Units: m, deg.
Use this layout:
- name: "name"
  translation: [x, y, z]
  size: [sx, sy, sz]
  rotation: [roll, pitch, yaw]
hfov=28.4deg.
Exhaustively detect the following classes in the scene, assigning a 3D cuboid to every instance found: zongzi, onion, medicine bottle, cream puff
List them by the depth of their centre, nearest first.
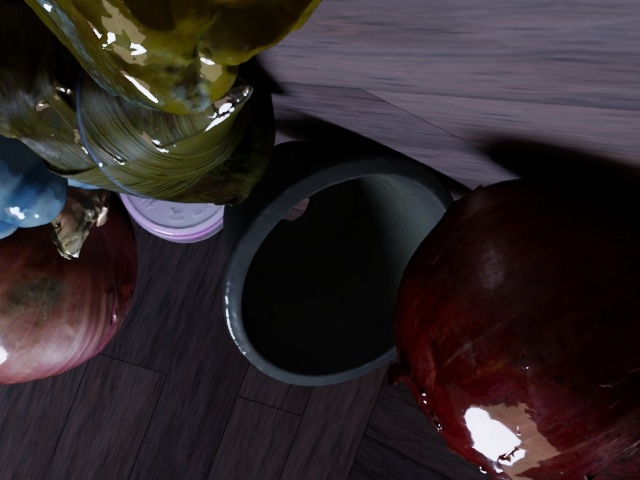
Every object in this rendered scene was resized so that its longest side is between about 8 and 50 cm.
- name: "cream puff"
  translation: [-0.064, -0.124, 0.497]
  size: [0.146, 0.116, 0.146]
  rotation: [49, 173, 8]
- name: "zongzi"
  translation: [-0.082, -0.091, 0.978]
  size: [0.300, 0.138, 0.286]
  rotation: [10, 174, 42]
- name: "onion"
  translation: [0.192, 0.077, 1.011]
  size: [0.276, 0.276, 0.276]
  rotation: [20, 177, 1]
- name: "onion"
  translation: [-0.396, 0.016, 1.545]
  size: [0.354, 0.353, 0.353]
  rotation: [20, 177, 1]
- name: "medicine bottle"
  translation: [-0.177, -0.074, 1.619]
  size: [0.152, 0.152, 0.254]
  rotation: [20, 176, -3]

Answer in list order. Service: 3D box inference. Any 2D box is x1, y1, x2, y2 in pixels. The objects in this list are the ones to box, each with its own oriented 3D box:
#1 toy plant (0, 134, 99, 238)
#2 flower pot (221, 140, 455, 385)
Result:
- name: "toy plant"
  translation: [-0.324, -0.121, 1.175]
  size: [0.332, 0.247, 0.247]
  rotation: [19, 178, -30]
- name: "flower pot"
  translation: [0.000, 0.000, 1.322]
  size: [0.269, 0.269, 0.166]
  rotation: [22, -163, -34]
